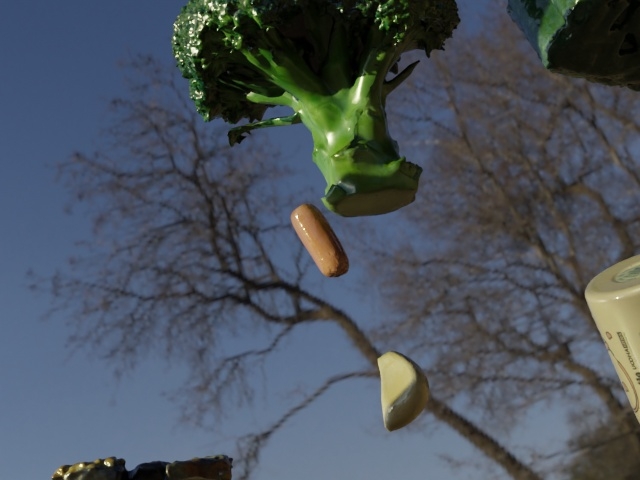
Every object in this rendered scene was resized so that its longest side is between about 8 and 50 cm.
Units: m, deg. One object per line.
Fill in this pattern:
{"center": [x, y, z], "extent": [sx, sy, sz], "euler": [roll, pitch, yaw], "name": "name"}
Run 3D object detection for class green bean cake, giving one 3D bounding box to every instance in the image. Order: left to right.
{"center": [0.422, -0.332, 1.315], "extent": [0.300, 0.169, 0.307], "euler": [3, -47, -24], "name": "green bean cake"}

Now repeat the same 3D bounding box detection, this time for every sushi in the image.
{"center": [-0.244, 0.311, 1.411], "extent": [0.292, 0.059, 0.294], "euler": [-13, -18, 13], "name": "sushi"}

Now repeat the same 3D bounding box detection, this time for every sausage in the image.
{"center": [0.000, 0.000, 1.099], "extent": [0.034, 0.083, 0.034], "euler": [-28, -19, -11], "name": "sausage"}

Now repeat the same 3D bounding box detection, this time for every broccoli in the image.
{"center": [-0.004, -0.170, 1.090], "extent": [0.298, 0.297, 0.297], "euler": [-11, -17, -3], "name": "broccoli"}

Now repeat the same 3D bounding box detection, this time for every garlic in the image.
{"center": [0.087, 0.154, 1.143], "extent": [0.053, 0.083, 0.041], "euler": [-19, -26, 20], "name": "garlic"}

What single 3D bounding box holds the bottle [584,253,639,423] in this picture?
{"center": [0.315, 0.115, 0.938], "extent": [0.110, 0.209, 0.097], "euler": [-26, 9, 0], "name": "bottle"}
